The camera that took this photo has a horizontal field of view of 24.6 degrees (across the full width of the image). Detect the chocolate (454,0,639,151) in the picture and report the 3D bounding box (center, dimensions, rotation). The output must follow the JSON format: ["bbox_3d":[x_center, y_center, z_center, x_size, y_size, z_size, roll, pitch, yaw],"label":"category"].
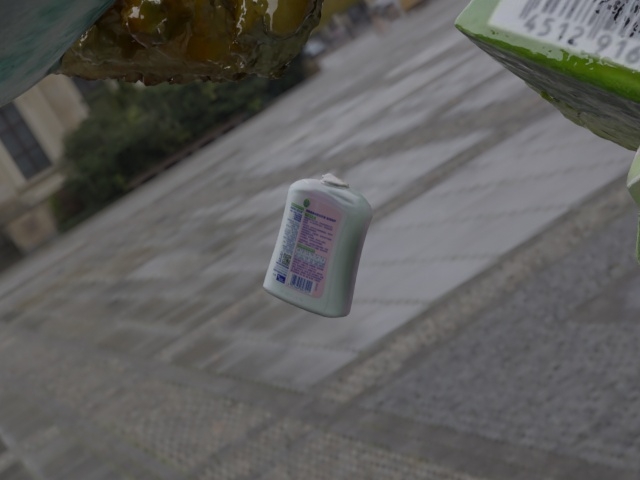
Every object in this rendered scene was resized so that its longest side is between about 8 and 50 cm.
[{"bbox_3d":[0.335,-0.175,1.486,0.289,0.301,0.137,26,-88,-54],"label":"chocolate"}]

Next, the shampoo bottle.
[{"bbox_3d":[0.000,0.000,1.082,0.072,0.099,0.043,21,13,34],"label":"shampoo bottle"}]

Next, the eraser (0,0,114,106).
[{"bbox_3d":[-0.124,-0.169,0.705,0.290,0.104,0.189,-35,-5,39],"label":"eraser"}]

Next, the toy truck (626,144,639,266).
[{"bbox_3d":[0.156,0.033,0.422,0.116,0.191,0.085,-33,-3,42],"label":"toy truck"}]

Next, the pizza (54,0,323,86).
[{"bbox_3d":[-0.083,-0.224,0.929,0.258,0.087,0.268,5,60,30],"label":"pizza"}]
